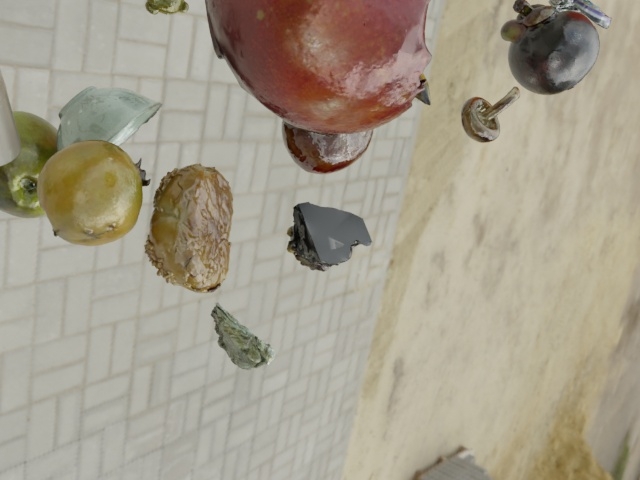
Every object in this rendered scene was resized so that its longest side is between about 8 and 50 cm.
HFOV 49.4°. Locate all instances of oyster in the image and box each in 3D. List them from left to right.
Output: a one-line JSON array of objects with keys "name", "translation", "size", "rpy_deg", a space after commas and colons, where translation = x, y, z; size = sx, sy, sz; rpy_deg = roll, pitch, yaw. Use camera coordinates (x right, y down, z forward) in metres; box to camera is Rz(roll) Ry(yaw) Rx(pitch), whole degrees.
[{"name": "oyster", "translation": [-0.160, 0.194, 1.381], "size": [0.064, 0.177, 0.125], "rpy_deg": [-35, 160, -23]}]

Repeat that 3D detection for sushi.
[{"name": "sushi", "translation": [0.000, 0.000, 1.653], "size": [0.172, 0.150, 0.153], "rpy_deg": [-13, 76, -40]}]

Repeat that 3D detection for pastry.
[{"name": "pastry", "translation": [-0.311, -0.026, 1.646], "size": [0.255, 0.162, 0.311], "rpy_deg": [50, 39, -65]}]

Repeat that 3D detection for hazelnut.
[{"name": "hazelnut", "translation": [0.020, -0.236, 1.542], "size": [0.202, 0.170, 0.160], "rpy_deg": [-32, 129, -22]}]

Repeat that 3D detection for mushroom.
[{"name": "mushroom", "translation": [0.309, -0.232, 1.271], "size": [0.129, 0.088, 0.073], "rpy_deg": [-36, 180, -8]}]

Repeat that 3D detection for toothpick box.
[{"name": "toothpick box", "translation": [-0.615, -0.232, 1.256], "size": [0.111, 0.111, 0.180], "rpy_deg": [-46, 157, -36]}]

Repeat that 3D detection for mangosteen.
[{"name": "mangosteen", "translation": [0.570, -0.499, 1.753], "size": [0.265, 0.228, 0.228], "rpy_deg": [50, 57, -15]}]

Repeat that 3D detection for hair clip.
[{"name": "hair clip", "translation": [0.535, -0.471, 1.421], "size": [0.172, 0.116, 0.049], "rpy_deg": [9, 135, -34]}]

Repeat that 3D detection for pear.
[{"name": "pear", "translation": [-0.783, -0.200, 1.829], "size": [0.269, 0.321, 0.269], "rpy_deg": [-16, 128, -21]}]

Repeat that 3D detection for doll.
[{"name": "doll", "translation": [-0.461, -0.736, 1.983], "size": [0.137, 0.097, 0.209], "rpy_deg": [-16, 84, -20]}]

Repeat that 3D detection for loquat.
[{"name": "loquat", "translation": [-0.494, -0.106, 1.528], "size": [0.244, 0.244, 0.244], "rpy_deg": [-34, 133, -46]}]

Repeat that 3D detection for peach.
[{"name": "peach", "translation": [-0.010, -0.343, 1.017], "size": [0.335, 0.310, 0.406], "rpy_deg": [86, -7, -64]}]

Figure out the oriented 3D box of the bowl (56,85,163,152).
[{"name": "bowl", "translation": [-0.560, -0.294, 1.736], "size": [0.146, 0.313, 0.313], "rpy_deg": [49, 55, -10]}]
